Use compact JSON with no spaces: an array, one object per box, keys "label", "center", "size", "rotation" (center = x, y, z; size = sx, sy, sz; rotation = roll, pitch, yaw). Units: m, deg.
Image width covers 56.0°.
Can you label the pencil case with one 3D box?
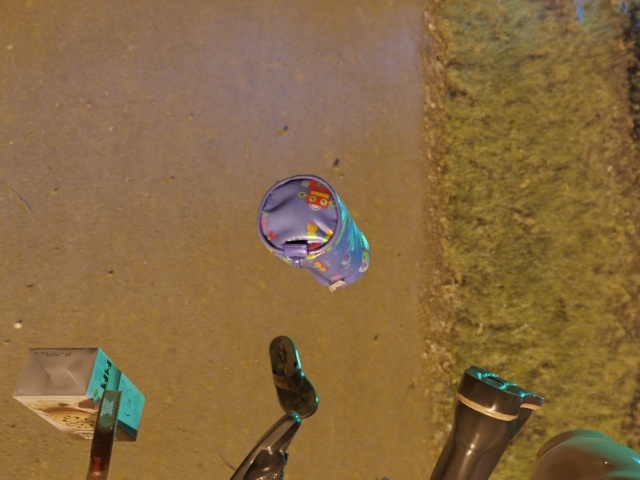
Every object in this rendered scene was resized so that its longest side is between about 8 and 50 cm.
[{"label":"pencil case","center":[0.000,0.000,0.940],"size":[0.306,0.119,0.133],"rotation":[44,45,-72]}]

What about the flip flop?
[{"label":"flip flop","center":[-0.089,0.383,1.719],"size":[0.080,0.112,0.277],"rotation":[65,3,-53]}]

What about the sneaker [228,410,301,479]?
[{"label":"sneaker","center":[-0.081,0.421,1.073],"size":[0.130,0.087,0.228],"rotation":[35,85,5]}]

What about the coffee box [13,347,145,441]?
[{"label":"coffee box","center":[-0.547,0.366,1.404],"size":[0.297,0.168,0.119],"rotation":[78,12,-54]}]

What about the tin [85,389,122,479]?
[{"label":"tin","center":[-0.361,0.325,1.009],"size":[0.040,0.190,0.106],"rotation":[14,102,-16]}]

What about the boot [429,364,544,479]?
[{"label":"boot","center":[0.153,0.200,0.593],"size":[0.198,0.076,0.137],"rotation":[25,87,-57]}]

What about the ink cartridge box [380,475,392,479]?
[{"label":"ink cartridge box","center":[0.254,0.605,1.119],"size":[0.069,0.175,0.371],"rotation":[-44,99,-13]}]

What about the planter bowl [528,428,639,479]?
[{"label":"planter bowl","center":[0.291,0.274,0.642],"size":[0.162,0.162,0.109],"rotation":[57,16,-21]}]
